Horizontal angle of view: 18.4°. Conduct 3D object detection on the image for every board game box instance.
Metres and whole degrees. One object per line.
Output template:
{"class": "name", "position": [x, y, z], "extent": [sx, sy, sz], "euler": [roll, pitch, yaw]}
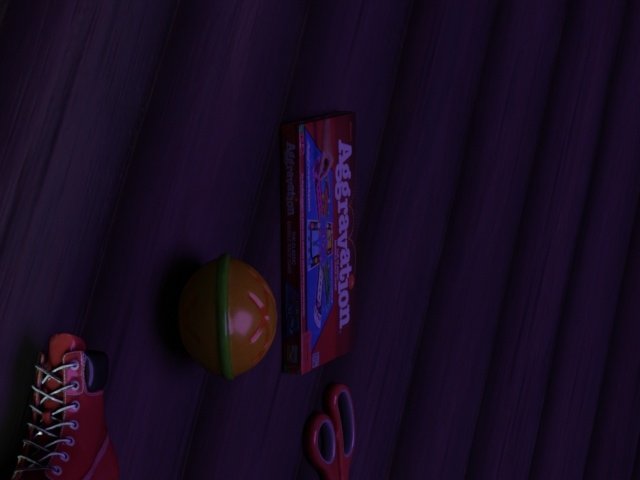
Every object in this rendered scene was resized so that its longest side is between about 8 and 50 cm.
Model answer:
{"class": "board game box", "position": [0.000, 0.000, 2.232], "extent": [0.145, 0.027, 0.281], "euler": [-21, 113, -63]}

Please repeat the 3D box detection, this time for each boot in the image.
{"class": "boot", "position": [-0.241, 0.177, 1.698], "extent": [0.244, 0.088, 0.176], "euler": [-41, 130, -72]}

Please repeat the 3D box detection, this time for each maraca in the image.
{"class": "maraca", "position": [-0.092, 0.076, 1.987], "extent": [0.186, 0.099, 0.127], "euler": [29, 62, -88]}

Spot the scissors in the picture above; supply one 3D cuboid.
{"class": "scissors", "position": [0.027, 0.313, 2.342], "extent": [0.109, 0.021, 0.297], "euler": [-47, 133, -54]}
